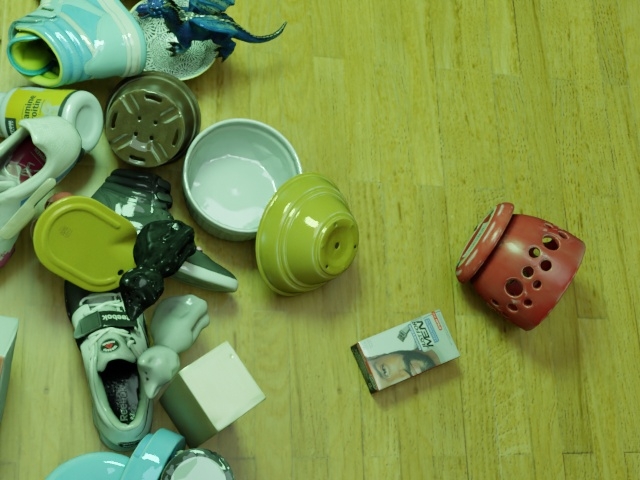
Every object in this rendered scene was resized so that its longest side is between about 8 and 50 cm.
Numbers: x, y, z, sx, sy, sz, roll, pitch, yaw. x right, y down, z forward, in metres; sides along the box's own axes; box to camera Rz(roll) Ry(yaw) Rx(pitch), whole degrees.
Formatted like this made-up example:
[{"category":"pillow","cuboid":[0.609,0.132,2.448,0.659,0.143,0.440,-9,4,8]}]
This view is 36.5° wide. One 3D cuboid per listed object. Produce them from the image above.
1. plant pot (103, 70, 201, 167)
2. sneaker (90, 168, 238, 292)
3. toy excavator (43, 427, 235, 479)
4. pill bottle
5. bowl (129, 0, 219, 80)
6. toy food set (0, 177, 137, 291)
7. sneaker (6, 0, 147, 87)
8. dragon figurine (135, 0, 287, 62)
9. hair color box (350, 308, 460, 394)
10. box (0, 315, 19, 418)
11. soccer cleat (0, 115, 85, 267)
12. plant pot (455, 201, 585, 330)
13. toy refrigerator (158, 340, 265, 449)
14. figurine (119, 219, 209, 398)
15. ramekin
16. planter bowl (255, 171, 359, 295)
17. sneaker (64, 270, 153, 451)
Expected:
[{"category":"plant pot","cuboid":[-0.284,-0.194,1.599,0.167,0.165,0.167,-1,102,-5]},{"category":"sneaker","cuboid":[-0.253,-0.024,1.617,0.295,0.104,0.147,25,73,-2]},{"category":"toy excavator","cuboid":[-0.386,0.444,1.402,0.445,0.222,0.433,21,68,7]},{"category":"pill bottle","cuboid":[-0.457,-0.199,1.586,0.184,0.103,0.103,8,67,22]},{"category":"bowl","cuboid":[-0.270,-0.346,1.731,0.170,0.080,0.170,4,72,-14]},{"category":"toy food set","cuboid":[-0.381,-0.011,1.497,0.218,0.071,0.128,37,85,-35]},{"category":"sneaker","cuboid":[-0.452,-0.371,1.607,0.208,0.127,0.319,-22,53,-35]},{"category":"dragon figurine","cuboid":[-0.184,-0.375,1.643,0.289,0.144,0.085,3,72,-15]},{"category":"hair color box","cuboid":[0.148,0.193,1.691,0.167,0.053,0.093,-21,80,-20]},{"category":"box","cuboid":[-0.624,0.204,1.364,0.345,0.168,0.215,11,101,-13]},{"category":"soccer cleat","cuboid":[-0.498,-0.062,1.471,0.116,0.143,0.331,43,104,11]},{"category":"plant pot","cuboid":[0.348,0.039,1.724,0.174,0.191,0.191,32,67,0]},{"category":"toy refrigerator","cuboid":[-0.167,0.238,1.469,0.094,0.269,0.102,-32,83,-23]},{"category":"figurine","cuboid":[-0.244,0.105,1.461,0.092,0.209,0.215,-4,112,9]},{"category":"ramekin","cuboid":[-0.141,-0.096,1.672,0.207,0.109,0.207,5,72,-14]},{"category":"planter bowl","cuboid":[0.000,0.000,1.624,0.217,0.090,0.217,-18,116,-42]},{"category":"sneaker","cuboid":[-0.322,0.157,1.522,0.122,0.146,0.331,-13,75,-18]}]
